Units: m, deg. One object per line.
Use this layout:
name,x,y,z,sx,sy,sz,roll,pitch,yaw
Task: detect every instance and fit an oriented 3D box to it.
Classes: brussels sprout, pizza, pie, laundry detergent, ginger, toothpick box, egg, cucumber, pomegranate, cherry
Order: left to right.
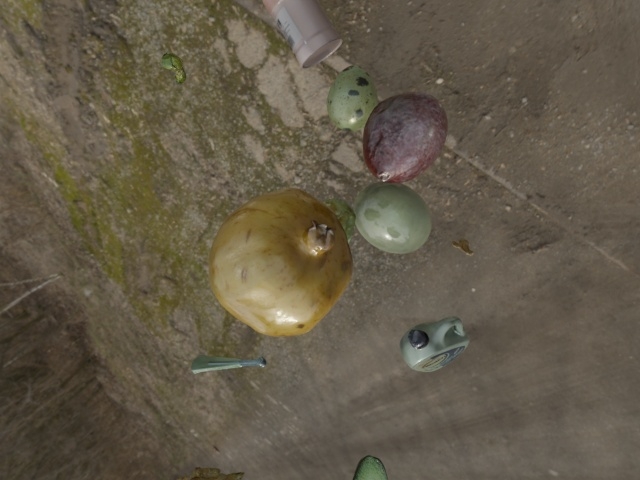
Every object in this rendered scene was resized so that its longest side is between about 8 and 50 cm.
brussels sprout,-0.387,-0.461,1.147,0.051,0.046,0.083,-2,152,20
pizza,-0.279,0.598,1.023,0.223,0.089,0.323,6,143,-18
pomegranate,-0.079,0.046,0.945,0.343,0.342,0.342,23,134,26
toothpick box,-0.035,-0.435,0.848,0.098,0.098,0.149,-26,98,48
pie,-0.002,-0.004,1.341,0.067,0.302,0.302,29,147,-28
egg,0.112,-0.492,1.479,0.177,0.177,0.228,5,87,38
cucumber,0.119,0.653,1.033,0.115,0.243,0.063,9,159,-4
egg,0.272,-0.084,1.603,0.258,0.258,0.352,-9,160,44
cherry,0.224,-0.278,1.171,0.230,0.300,0.203,13,158,37
laundry detergent,0.343,0.307,1.309,0.280,0.215,0.105,42,-165,-53
ginger,0.553,0.023,1.642,0.097,0.048,0.030,38,173,40

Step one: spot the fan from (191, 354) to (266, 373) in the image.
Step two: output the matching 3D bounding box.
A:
fan,-0.180,0.234,0.823,0.193,0.038,0.016,-12,136,32
